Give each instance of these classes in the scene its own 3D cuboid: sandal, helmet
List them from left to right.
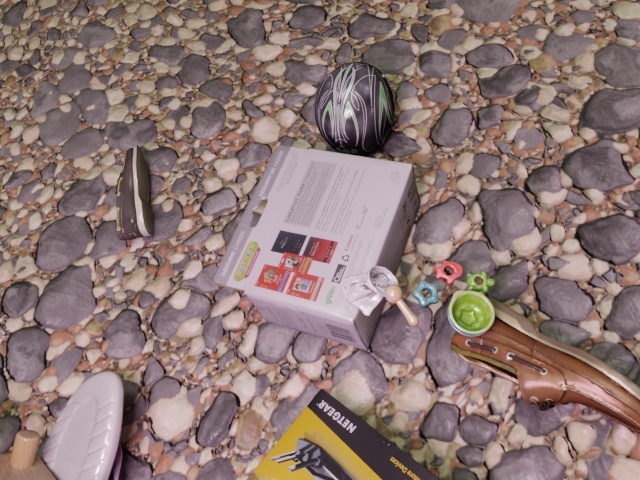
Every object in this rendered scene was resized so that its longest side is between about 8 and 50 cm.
[{"bbox_3d":[-0.384,0.424,1.046,0.169,0.102,0.417,-12,58,30],"label":"sandal"},{"bbox_3d":[0.066,-0.259,1.264,0.169,0.162,0.170,-8,58,13],"label":"helmet"}]

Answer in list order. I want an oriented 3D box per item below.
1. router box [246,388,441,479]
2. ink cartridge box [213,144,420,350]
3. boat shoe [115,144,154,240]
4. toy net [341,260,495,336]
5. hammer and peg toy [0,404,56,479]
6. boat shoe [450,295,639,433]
[{"bbox_3d":[0.030,0.381,0.886,0.243,0.081,0.308,-49,38,-14],"label":"router box"},{"bbox_3d":[0.000,0.000,1.150,0.271,0.130,0.310,13,65,23],"label":"ink cartridge box"},{"bbox_3d":[-0.403,-0.104,1.370,0.068,0.081,0.228,-15,59,4],"label":"boat shoe"},{"bbox_3d":[0.149,0.072,0.985,0.232,0.045,0.122,13,66,6],"label":"toy net"},{"bbox_3d":[-0.525,0.363,0.939,0.361,0.265,0.128,20,96,44],"label":"hammer and peg toy"},{"bbox_3d":[0.333,0.202,0.948,0.307,0.111,0.104,31,76,40],"label":"boat shoe"}]
